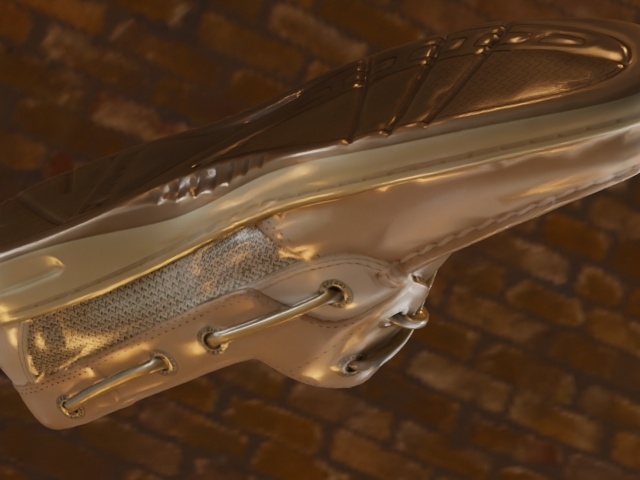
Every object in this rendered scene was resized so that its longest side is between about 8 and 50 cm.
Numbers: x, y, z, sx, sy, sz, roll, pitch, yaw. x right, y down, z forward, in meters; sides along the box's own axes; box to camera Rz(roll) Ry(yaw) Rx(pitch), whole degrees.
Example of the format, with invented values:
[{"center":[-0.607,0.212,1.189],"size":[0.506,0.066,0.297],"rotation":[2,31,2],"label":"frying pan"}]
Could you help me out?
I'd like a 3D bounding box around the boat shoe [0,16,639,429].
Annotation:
[{"center":[0.000,0.000,0.745],"size":[0.098,0.302,0.109],"rotation":[65,-155,-17],"label":"boat shoe"}]
